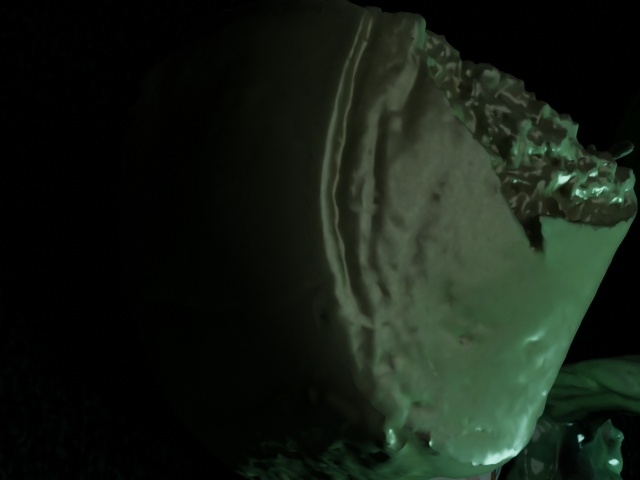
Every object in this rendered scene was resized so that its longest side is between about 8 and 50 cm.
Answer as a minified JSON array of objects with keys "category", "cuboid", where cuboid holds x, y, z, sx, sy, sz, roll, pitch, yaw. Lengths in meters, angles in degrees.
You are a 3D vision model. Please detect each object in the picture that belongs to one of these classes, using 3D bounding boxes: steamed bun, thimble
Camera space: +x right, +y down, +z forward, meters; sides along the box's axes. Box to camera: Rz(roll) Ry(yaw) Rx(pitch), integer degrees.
[{"category":"steamed bun","cuboid":[0.000,0.000,0.935,0.272,0.290,0.273,33,58,-15]},{"category":"thimble","cuboid":[0.242,0.175,1.179,0.211,0.185,0.149,36,19,35]}]

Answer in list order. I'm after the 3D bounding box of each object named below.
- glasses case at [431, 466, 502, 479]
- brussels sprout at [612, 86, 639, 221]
[{"category":"glasses case","cuboid":[0.068,0.156,1.078,0.103,0.067,0.267,52,43,-19]},{"category":"brussels sprout","cuboid":[0.422,-0.074,1.406,0.247,0.328,0.328,-3,75,-41]}]
